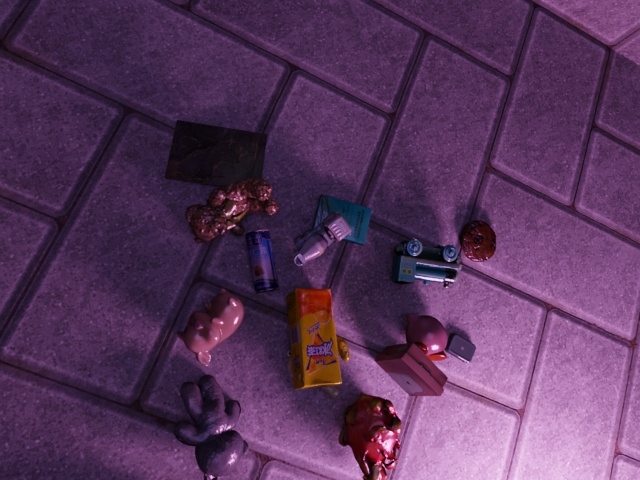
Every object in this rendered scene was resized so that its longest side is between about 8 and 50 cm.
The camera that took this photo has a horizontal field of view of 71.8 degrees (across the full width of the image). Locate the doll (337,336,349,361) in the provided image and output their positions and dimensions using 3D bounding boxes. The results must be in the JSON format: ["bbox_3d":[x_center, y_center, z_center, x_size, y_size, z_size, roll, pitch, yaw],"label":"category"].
[{"bbox_3d":[0.052,0.428,1.726,0.113,0.071,0.135,-41,85,1],"label":"doll"}]

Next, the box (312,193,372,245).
[{"bbox_3d":[0.090,-0.085,1.832,0.226,0.042,0.161,15,77,-12],"label":"box"}]

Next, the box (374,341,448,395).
[{"bbox_3d":[0.348,0.497,1.707,0.215,0.215,0.086,44,62,-3],"label":"box"}]

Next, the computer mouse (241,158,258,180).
[{"bbox_3d":[-0.282,-0.281,1.772,0.065,0.039,0.096,10,77,-5],"label":"computer mouse"}]

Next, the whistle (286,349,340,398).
[{"bbox_3d":[-0.029,0.508,1.683,0.258,0.067,0.126,43,73,-6],"label":"whistle"}]

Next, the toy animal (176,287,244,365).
[{"bbox_3d":[-0.385,0.296,1.585,0.250,0.166,0.154,-43,136,-12],"label":"toy animal"}]

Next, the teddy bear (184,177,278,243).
[{"bbox_3d":[-0.327,-0.105,1.634,0.296,0.246,0.223,4,57,15],"label":"teddy bear"}]

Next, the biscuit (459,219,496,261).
[{"bbox_3d":[0.708,0.003,1.975,0.192,0.049,0.192,2,83,-17],"label":"biscuit"}]

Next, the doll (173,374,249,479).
[{"bbox_3d":[-0.385,0.649,1.543,0.245,0.158,0.340,-16,67,-47],"label":"doll"}]

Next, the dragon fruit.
[{"bbox_3d":[0.201,0.720,1.622,0.243,0.227,0.307,-34,92,-13],"label":"dragon fruit"}]

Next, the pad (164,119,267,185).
[{"bbox_3d":[-0.406,-0.335,1.743,0.367,0.007,0.248,8,77,-5],"label":"pad"}]

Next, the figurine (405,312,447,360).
[{"bbox_3d":[0.425,0.383,1.773,0.173,0.173,0.173,3,79,-14],"label":"figurine"}]

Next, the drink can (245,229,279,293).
[{"bbox_3d":[-0.223,0.082,1.693,0.097,0.097,0.235,-9,83,-16],"label":"drink can"}]

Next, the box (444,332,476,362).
[{"bbox_3d":[0.594,0.456,1.871,0.126,0.031,0.091,32,74,-6],"label":"box"}]

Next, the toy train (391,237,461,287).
[{"bbox_3d":[0.445,0.099,1.855,0.298,0.120,0.194,8,85,-11],"label":"toy train"}]

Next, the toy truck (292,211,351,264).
[{"bbox_3d":[0.000,0.000,1.715,0.256,0.140,0.108,-36,103,-1],"label":"toy truck"}]

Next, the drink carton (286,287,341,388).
[{"bbox_3d":[-0.027,0.361,1.639,0.154,0.111,0.352,4,66,-25],"label":"drink carton"}]
